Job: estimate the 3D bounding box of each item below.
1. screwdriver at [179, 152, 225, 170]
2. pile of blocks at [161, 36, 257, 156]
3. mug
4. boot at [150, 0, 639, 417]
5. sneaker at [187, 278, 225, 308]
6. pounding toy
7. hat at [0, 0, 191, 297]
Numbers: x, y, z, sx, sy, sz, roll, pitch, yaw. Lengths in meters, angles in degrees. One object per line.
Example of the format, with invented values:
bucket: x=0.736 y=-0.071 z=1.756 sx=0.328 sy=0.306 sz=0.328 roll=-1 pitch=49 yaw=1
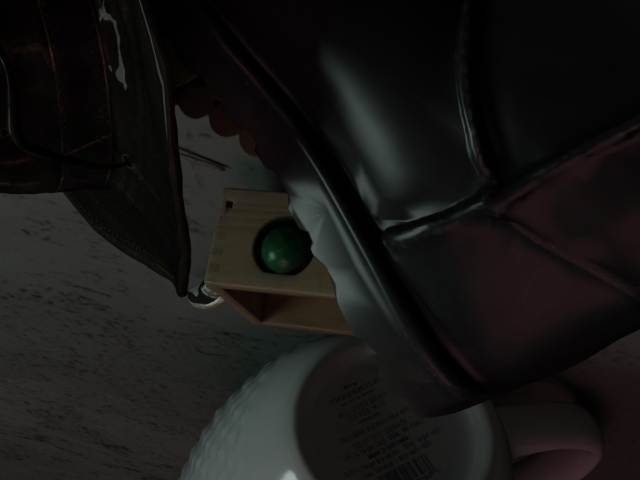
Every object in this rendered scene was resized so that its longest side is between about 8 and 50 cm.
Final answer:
screwdriver: x=-0.144 y=-0.077 z=1.109 sx=0.170 sy=0.024 sz=0.025 roll=14 pitch=126 yaw=-13
pile of blocks: x=0.028 y=-0.091 z=0.925 sx=0.362 sy=0.149 sz=0.112 roll=23 pitch=-163 yaw=2
mug: x=0.064 y=0.216 z=1.351 sx=0.374 sy=0.276 sz=0.328 roll=-10 pitch=153 yaw=-20
boot: x=0.143 y=-0.155 z=0.625 sx=0.445 sy=0.146 sz=0.367 roll=-28 pitch=97 yaw=39
sneaker: x=-0.080 y=0.029 z=1.276 sx=0.083 sy=0.032 sz=0.037 roll=-19 pitch=126 yaw=40
pounding toy: x=0.000 y=0.000 z=1.120 sx=0.130 sy=0.100 sz=0.141 roll=5 pitch=163 yaw=19
hat: x=-0.176 y=-0.090 z=0.775 sx=0.134 sy=0.331 sz=0.331 roll=-26 pitch=160 yaw=-17
